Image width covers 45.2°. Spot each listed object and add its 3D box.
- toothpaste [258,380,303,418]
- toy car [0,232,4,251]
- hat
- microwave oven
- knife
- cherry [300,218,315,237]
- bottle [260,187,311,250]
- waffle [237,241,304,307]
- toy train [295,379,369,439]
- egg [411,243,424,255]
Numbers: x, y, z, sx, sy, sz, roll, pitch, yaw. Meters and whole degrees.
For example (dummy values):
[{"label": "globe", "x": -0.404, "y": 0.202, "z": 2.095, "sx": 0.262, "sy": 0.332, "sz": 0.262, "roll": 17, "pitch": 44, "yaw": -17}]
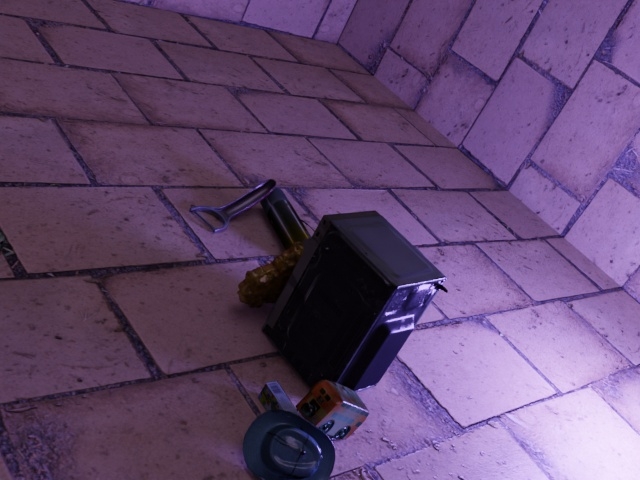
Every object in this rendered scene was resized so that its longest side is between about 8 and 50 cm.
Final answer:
[{"label": "toothpaste", "x": -0.070, "y": 0.365, "z": 1.597, "sx": 0.034, "sy": 0.046, "sz": 0.164, "roll": 2, "pitch": 38, "yaw": -44}, {"label": "toy car", "x": -0.726, "y": 0.010, "z": 1.591, "sx": 0.093, "sy": 0.058, "sz": 0.186, "roll": 25, "pitch": 28, "yaw": -1}, {"label": "hat", "x": -0.052, "y": 0.404, "z": 1.470, "sx": 0.190, "sy": 0.078, "sz": 0.138, "roll": 26, "pitch": 67, "yaw": -8}, {"label": "microwave oven", "x": 0.062, "y": 0.148, "z": 1.748, "sx": 0.218, "sy": 0.355, "sz": 0.286, "roll": -6, "pitch": 44, "yaw": -47}, {"label": "knife", "x": -0.239, "y": -0.108, "z": 2.197, "sx": 0.123, "sy": 0.053, "sz": 0.278, "roll": 43, "pitch": 50, "yaw": 19}, {"label": "cherry", "x": 0.000, "y": 0.000, "z": 2.233, "sx": 0.107, "sy": 0.090, "sz": 0.225, "roll": 38, "pitch": 2, "yaw": -41}, {"label": "bottle", "x": -0.093, "y": -0.043, "z": 2.216, "sx": 0.082, "sy": 0.082, "sz": 0.286, "roll": 8, "pitch": 34, "yaw": -34}, {"label": "waffle", "x": -0.075, "y": 0.075, "z": 1.857, "sx": 0.249, "sy": 0.253, "sz": 0.056, "roll": 10, "pitch": 43, "yaw": -58}, {"label": "toy train", "x": 0.026, "y": 0.353, "z": 1.593, "sx": 0.072, "sy": 0.099, "sz": 0.188, "roll": 51, "pitch": 7, "yaw": 33}, {"label": "egg", "x": 0.209, "y": 0.083, "z": 2.178, "sx": 0.176, "sy": 0.176, "sz": 0.232, "roll": -6, "pitch": 37, "yaw": -46}]
